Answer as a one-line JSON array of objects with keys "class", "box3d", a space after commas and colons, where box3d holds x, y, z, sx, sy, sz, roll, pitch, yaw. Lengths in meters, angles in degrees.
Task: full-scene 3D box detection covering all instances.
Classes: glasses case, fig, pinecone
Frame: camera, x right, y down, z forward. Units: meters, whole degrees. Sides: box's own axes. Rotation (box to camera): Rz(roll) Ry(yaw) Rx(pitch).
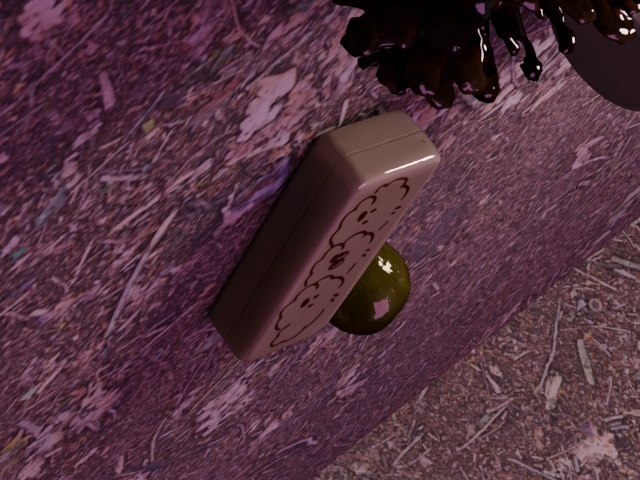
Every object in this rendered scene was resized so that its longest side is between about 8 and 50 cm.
[{"class": "glasses case", "box3d": [0.000, 0.000, 1.818, 0.144, 0.076, 0.336, -22, 156, -40]}, {"class": "fig", "box3d": [0.034, 0.020, 1.983, 0.124, 0.124, 0.236, -40, 143, -12]}, {"class": "pinecone", "box3d": [0.135, -0.217, 1.267, 0.292, 0.246, 0.246, -43, 168, 31]}]

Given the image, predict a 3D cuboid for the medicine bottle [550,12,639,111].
[{"class": "medicine bottle", "box3d": [0.438, -0.312, 1.865, 0.340, 0.208, 0.208, -39, 165, -18]}]
